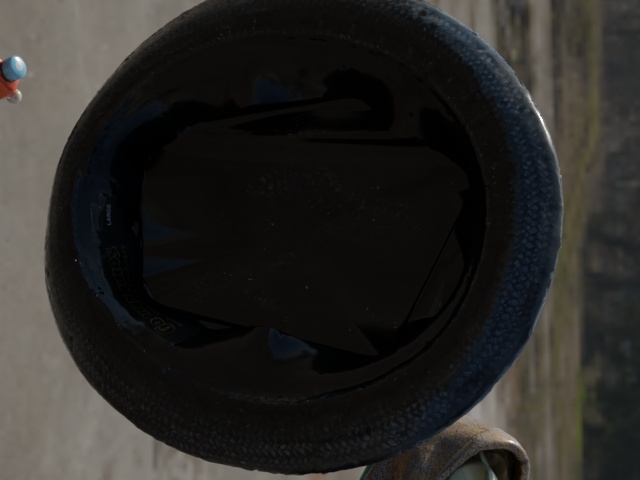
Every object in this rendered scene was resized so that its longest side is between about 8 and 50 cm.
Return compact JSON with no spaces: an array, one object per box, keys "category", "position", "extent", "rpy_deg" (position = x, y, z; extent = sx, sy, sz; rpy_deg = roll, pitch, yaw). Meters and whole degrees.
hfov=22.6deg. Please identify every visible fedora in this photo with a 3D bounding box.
[{"category":"fedora","position":[0.000,0.000,0.997],"extent":[0.152,0.334,0.334],"rpy_deg":[35,53,-64]}]

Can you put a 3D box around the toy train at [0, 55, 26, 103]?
[{"category":"toy train","position":[-0.322,-0.127,1.264],"extent":[0.125,0.166,0.046],"rpy_deg":[51,38,-38]}]

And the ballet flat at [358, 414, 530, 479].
[{"category":"ballet flat","position":[0.034,0.224,0.960],"extent":[0.316,0.106,0.107],"rpy_deg":[-56,138,-30]}]
